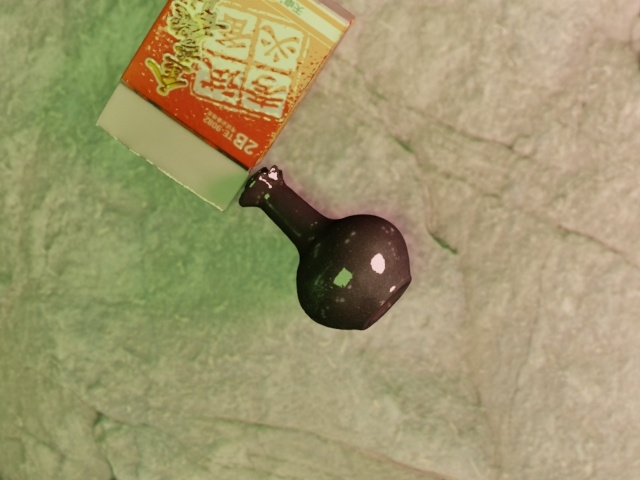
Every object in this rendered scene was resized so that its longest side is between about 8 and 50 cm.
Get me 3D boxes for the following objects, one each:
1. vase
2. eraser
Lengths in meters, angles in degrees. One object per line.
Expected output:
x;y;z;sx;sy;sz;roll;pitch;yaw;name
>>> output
0.000;0.000;1.289;0.183;0.120;0.120;45;111;11;vase
-0.094;-0.161;1.286;0.157;0.038;0.230;34;111;-1;eraser
